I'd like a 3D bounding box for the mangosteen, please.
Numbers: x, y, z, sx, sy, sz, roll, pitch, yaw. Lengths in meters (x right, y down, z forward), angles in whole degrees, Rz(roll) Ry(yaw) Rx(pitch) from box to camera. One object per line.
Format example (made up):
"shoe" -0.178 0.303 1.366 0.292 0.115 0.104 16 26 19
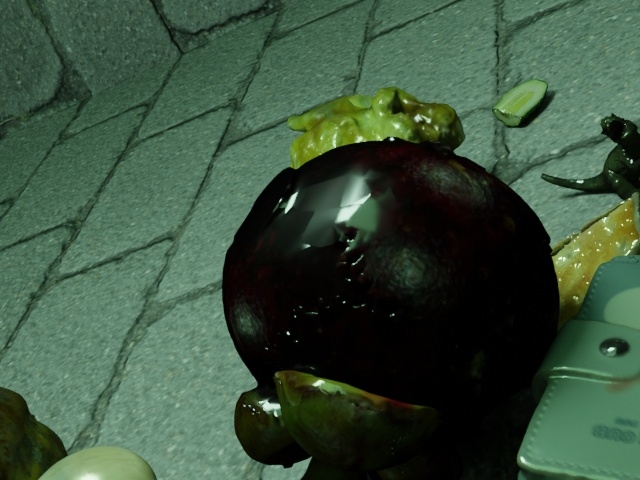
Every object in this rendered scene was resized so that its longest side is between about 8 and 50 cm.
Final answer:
"mangosteen" 0.058 0.083 1.369 0.381 0.381 0.421 2 45 51

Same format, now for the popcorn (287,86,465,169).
"popcorn" 0.084 -0.124 1.953 0.276 0.225 0.276 -25 24 12

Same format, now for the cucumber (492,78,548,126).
"cucumber" 0.347 -0.232 2.113 0.067 0.035 0.107 23 53 40

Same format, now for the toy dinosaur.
"toy dinosaur" 0.391 -0.127 1.699 0.087 0.187 0.179 -37 51 -22

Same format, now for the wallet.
"wallet" 0.344 0.145 1.250 0.252 0.083 0.360 6 38 26

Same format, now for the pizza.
"pizza" 0.338 0.061 1.486 0.188 0.081 0.204 -42 24 34

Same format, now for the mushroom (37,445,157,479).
"mushroom" -0.208 0.357 1.348 0.234 0.260 0.254 3 6 -18

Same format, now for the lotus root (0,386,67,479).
"lotus root" -0.464 0.331 1.673 0.250 0.250 0.346 -27 18 6
